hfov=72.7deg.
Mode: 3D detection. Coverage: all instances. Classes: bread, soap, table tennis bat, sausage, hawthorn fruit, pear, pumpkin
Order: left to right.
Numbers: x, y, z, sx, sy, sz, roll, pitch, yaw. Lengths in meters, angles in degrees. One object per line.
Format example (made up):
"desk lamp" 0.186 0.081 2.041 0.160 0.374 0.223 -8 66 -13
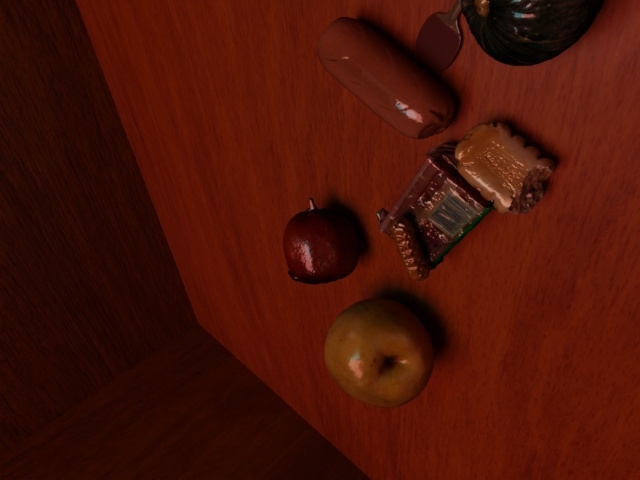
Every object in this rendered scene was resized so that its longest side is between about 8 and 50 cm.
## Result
"hawthorn fruit" 0.000 0.000 1.226 0.215 0.215 0.249 -5 102 54
"pear" 0.160 0.308 1.200 0.314 0.314 0.314 34 142 32
"sausage" 0.126 -0.312 0.848 0.304 0.121 0.121 46 147 17
"bread" 0.193 0.019 0.943 0.052 0.044 0.157 -5 118 44
"soap" 0.252 -0.061 0.928 0.218 0.098 0.273 47 147 14
"table tennis bat" 0.221 -0.373 0.771 0.087 0.013 0.156 49 149 15
"bread" 0.323 -0.129 0.769 0.119 0.084 0.177 -47 75 21
"pumpkin" 0.279 -0.345 0.584 0.211 0.152 0.211 163 90 -89
